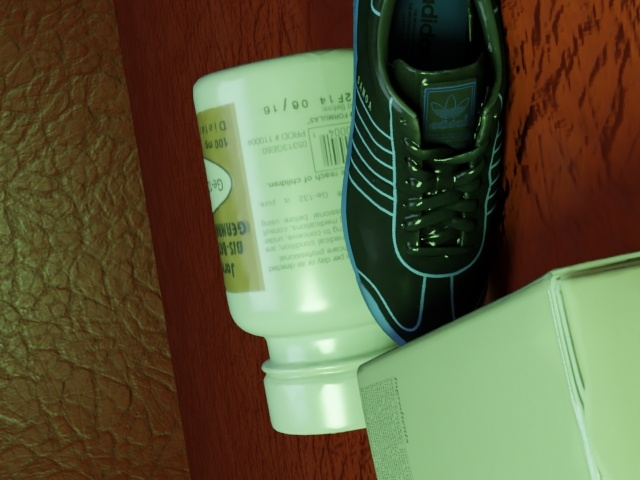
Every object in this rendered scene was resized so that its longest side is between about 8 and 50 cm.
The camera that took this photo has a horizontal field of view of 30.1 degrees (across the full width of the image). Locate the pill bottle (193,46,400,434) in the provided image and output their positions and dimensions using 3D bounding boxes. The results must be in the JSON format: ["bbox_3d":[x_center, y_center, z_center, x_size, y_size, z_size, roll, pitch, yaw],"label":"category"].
[{"bbox_3d":[0.000,0.000,0.760,0.131,0.131,0.229,-178,78,-76],"label":"pill bottle"}]

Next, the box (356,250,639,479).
[{"bbox_3d":[0.097,0.080,0.496,0.275,0.094,0.113,138,121,-74],"label":"box"}]

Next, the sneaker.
[{"bbox_3d":[0.054,-0.045,0.611,0.090,0.081,0.232,-126,29,-77],"label":"sneaker"}]
